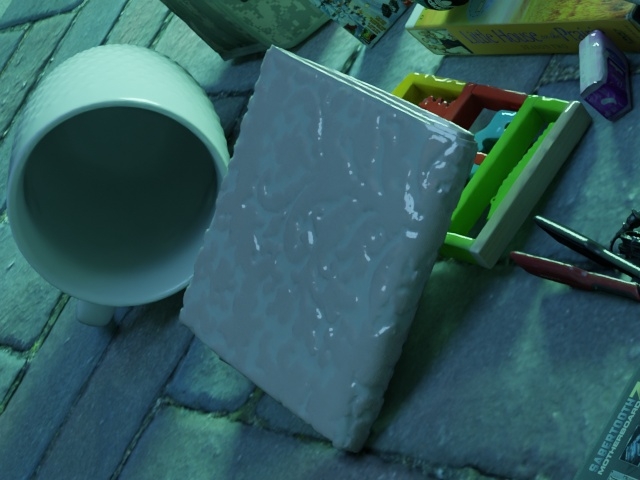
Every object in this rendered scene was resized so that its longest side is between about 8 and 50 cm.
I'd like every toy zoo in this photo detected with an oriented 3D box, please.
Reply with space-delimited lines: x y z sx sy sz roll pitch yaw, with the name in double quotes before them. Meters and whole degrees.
"toy zoo" 0.114 -0.081 1.875 0.293 0.030 0.192 17 65 48

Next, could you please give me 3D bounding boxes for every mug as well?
"mug" -0.266 -0.067 2.370 0.328 0.276 0.374 -104 24 -64

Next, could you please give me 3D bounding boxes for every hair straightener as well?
"hair straightener" 0.259 0.005 1.614 0.089 0.047 0.230 -58 27 -8

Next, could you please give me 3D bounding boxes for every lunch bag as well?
"lunch bag" -0.109 -0.377 2.469 0.287 0.235 0.169 -3 50 59

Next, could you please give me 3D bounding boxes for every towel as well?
"towel" 0.000 0.000 1.857 0.317 0.053 0.332 32 107 47

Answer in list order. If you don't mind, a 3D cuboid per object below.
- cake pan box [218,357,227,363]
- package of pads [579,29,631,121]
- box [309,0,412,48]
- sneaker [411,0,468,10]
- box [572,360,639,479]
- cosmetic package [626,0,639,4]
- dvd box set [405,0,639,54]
"cake pan box" 0.012 -0.001 2.010 0.267 0.070 0.245 -32 36 37
"package of pads" 0.275 -0.161 1.782 0.032 0.050 0.083 -35 31 34
"box" 0.041 -0.311 2.252 0.094 0.137 0.027 -46 28 14
"sneaker" 0.199 -0.376 1.975 0.302 0.108 0.121 -60 27 4
"box" 0.285 0.159 1.372 0.232 0.059 0.183 -59 27 -8
"cosmetic package" 0.372 -0.251 1.631 0.238 0.107 0.127 37 119 60
"dvd box set" 0.288 -0.338 1.961 0.307 0.062 0.420 -59 27 -11
